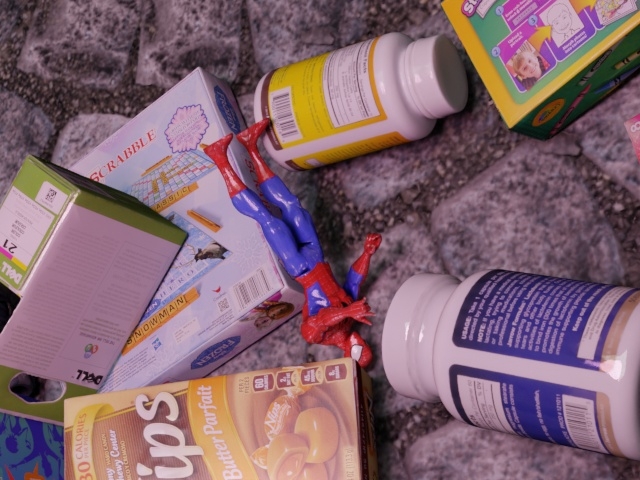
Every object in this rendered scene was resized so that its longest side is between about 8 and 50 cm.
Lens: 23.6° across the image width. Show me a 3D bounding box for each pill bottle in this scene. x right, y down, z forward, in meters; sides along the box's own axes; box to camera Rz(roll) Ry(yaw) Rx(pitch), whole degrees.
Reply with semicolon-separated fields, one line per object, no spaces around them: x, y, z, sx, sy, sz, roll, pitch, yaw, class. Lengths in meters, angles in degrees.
0.044;-0.151;1.635;0.215;0.117;0.117;-13;67;30;pill bottle
0.199;0.107;1.421;0.265;0.153;0.153;9;79;35;pill bottle

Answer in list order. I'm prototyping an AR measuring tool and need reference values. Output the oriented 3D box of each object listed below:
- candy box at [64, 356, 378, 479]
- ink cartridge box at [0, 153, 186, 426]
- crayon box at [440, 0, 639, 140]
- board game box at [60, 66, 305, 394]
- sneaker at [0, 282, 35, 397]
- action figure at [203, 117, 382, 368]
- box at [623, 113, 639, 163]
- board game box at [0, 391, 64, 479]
-0.101;0.237;1.567;0.317;0.087;0.182;-9;67;12;candy box
-0.288;0.060;1.658;0.097;0.189;0.255;33;95;36;ink cartridge box
0.268;-0.248;1.506;0.278;0.081;0.165;-39;62;28;crayon box
-0.192;0.016;1.768;0.319;0.066;0.318;-34;58;21;board game box
-0.395;0.134;1.845;0.121;0.111;0.299;9;92;26;sneaker
0.000;0.000;1.574;0.139;0.091;0.280;-26;92;47;action figure
0.384;-0.012;1.356;0.128;0.123;0.256;-28;60;23;box
-0.324;0.268;1.632;0.047;0.160;0.210;-23;62;26;board game box
